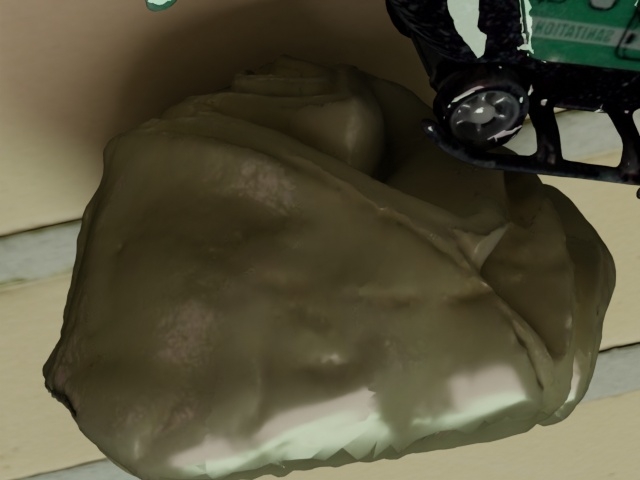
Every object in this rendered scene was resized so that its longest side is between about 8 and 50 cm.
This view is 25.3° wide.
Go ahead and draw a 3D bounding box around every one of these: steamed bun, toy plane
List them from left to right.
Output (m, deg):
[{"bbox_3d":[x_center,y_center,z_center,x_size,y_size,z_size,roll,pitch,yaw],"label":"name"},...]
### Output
[{"bbox_3d":[0.000,0.000,0.555,0.218,0.211,0.144,-4,97,-7],"label":"steamed bun"},{"bbox_3d":[0.054,-0.114,0.468,0.381,0.106,0.155,6,133,-23],"label":"toy plane"}]
